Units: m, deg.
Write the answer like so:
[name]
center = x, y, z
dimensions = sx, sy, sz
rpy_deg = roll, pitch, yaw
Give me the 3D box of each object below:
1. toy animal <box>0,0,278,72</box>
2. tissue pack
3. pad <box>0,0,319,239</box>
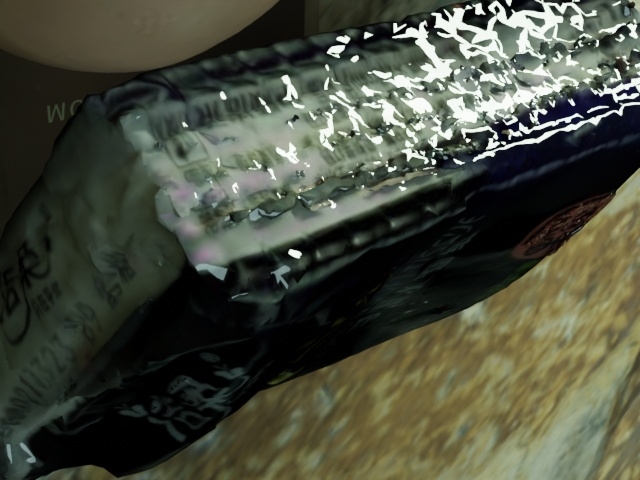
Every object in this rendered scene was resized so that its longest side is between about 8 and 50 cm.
[toy animal]
center = -0.033, -0.209, 0.649
dimensions = 0.269, 0.237, 0.326
rpy_deg = 28, 80, -45
[tissue pack]
center = 0.000, 0.000, 0.790
dimensions = 0.332, 0.123, 0.245
rpy_deg = -18, 159, -39
[pad]
center = -0.100, -0.068, 0.810
dimensions = 0.266, 0.002, 0.176
rpy_deg = -16, 118, -39
